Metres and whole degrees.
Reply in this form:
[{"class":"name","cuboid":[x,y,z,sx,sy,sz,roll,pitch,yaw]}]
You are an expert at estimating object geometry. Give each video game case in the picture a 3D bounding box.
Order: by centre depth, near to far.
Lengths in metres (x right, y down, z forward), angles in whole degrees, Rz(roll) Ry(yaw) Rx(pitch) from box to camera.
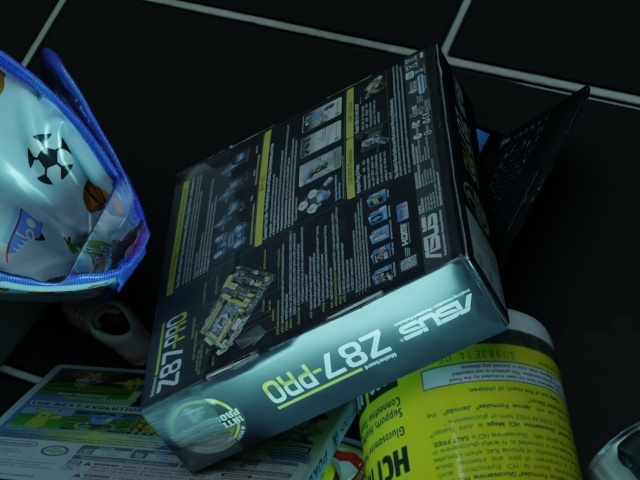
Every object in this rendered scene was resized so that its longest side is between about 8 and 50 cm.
[{"class":"video game case","cuboid":[-0.160,0.198,1.308,0.329,0.036,0.300,2,20,17]}]

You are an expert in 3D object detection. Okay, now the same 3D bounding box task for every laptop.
[{"class":"laptop","cuboid":[0.114,-0.058,1.431,0.136,0.264,0.234,32,69,-10]}]

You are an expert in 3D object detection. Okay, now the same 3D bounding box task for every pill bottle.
[{"class":"pill bottle","cuboid":[0.137,0.239,1.220,0.188,0.188,0.334,-12,57,8]}]

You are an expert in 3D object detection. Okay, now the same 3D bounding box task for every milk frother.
[{"class":"milk frother","cuboid":[0.331,0.207,1.232,0.143,0.129,0.135,-25,57,-20]}]

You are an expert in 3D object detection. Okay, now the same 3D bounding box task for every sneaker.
[{"class":"sneaker","cuboid":[-0.230,0.076,1.486,0.134,0.070,0.051,34,75,30]}]

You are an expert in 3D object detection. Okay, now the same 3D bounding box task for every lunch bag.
[{"class":"lunch bag","cuboid":[-0.338,-0.070,1.309,0.385,0.328,0.239,30,79,-6]}]

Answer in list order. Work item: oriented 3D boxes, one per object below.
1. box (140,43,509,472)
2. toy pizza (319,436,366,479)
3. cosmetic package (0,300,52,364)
[{"class":"box","cuboid":[0.000,0.000,1.322,0.318,0.097,0.395,-25,30,15]},{"class":"toy pizza","cuboid":[-0.007,0.273,1.331,0.201,0.032,0.201,-7,59,11]},{"class":"cosmetic package","cuboid":[-0.347,0.021,1.532,0.127,0.107,0.238,31,75,27]}]
